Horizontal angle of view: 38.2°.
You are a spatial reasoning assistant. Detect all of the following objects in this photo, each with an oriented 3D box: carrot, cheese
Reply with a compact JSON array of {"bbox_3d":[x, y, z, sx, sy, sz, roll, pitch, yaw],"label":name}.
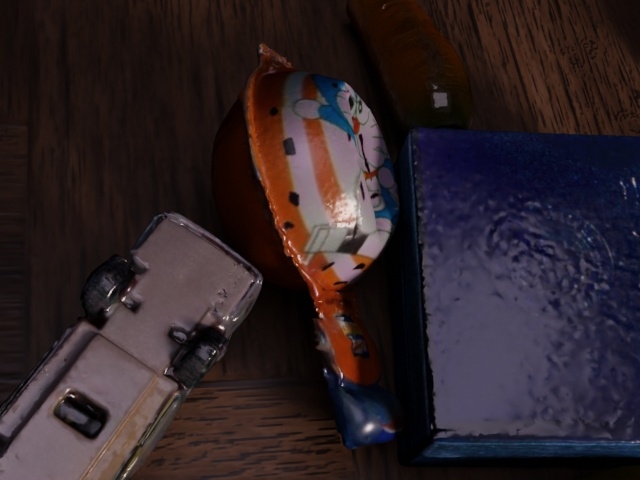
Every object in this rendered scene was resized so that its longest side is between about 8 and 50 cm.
[{"bbox_3d":[0.091,-0.178,0.908,0.087,0.087,0.193,-7,61,-19],"label":"carrot"},{"bbox_3d":[0.000,0.000,0.737,0.129,0.217,0.329,-18,75,18],"label":"cheese"}]

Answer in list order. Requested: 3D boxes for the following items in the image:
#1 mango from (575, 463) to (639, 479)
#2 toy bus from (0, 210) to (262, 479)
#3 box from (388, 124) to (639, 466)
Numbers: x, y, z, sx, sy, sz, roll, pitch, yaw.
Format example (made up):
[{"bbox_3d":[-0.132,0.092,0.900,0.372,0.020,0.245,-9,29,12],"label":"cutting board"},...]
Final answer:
[{"bbox_3d":[0.243,0.235,0.693,0.267,0.111,0.133,-12,53,-26],"label":"mango"},{"bbox_3d":[-0.165,0.131,0.632,0.112,0.138,0.317,37,57,1],"label":"toy bus"},{"bbox_3d":[0.204,0.047,0.759,0.278,0.116,0.262,2,66,-9],"label":"box"}]
